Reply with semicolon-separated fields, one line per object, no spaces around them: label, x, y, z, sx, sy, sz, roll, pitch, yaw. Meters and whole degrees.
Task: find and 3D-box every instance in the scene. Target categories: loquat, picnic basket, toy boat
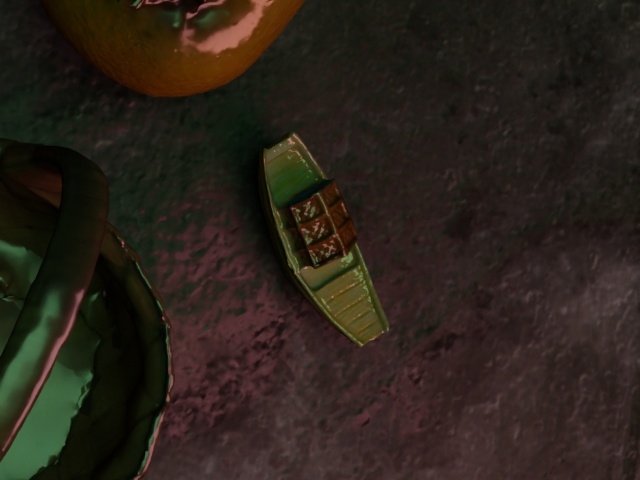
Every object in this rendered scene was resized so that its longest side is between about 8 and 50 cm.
loquat;-0.100;-0.207;1.314;0.208;0.208;0.208;1;88;-26
picnic basket;-0.232;0.068;1.182;0.337;0.337;0.293;30;76;-22
toy boat;0.000;0.000;1.434;0.065;0.066;0.172;-30;102;-27
